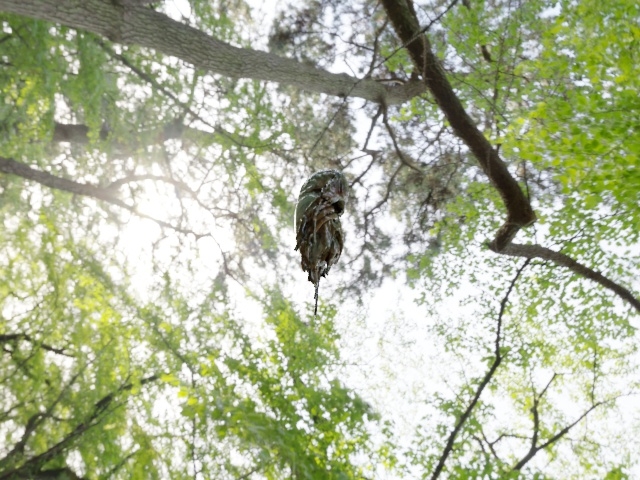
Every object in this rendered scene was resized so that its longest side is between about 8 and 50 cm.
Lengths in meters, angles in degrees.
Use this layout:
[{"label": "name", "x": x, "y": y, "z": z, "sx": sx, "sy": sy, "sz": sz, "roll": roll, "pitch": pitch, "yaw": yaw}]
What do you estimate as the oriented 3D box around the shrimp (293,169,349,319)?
[{"label": "shrimp", "x": 0.000, "y": 0.000, "z": 0.587, "sx": 0.079, "sy": 0.090, "sz": 0.233, "roll": -5, "pitch": -115, "yaw": 18}]
